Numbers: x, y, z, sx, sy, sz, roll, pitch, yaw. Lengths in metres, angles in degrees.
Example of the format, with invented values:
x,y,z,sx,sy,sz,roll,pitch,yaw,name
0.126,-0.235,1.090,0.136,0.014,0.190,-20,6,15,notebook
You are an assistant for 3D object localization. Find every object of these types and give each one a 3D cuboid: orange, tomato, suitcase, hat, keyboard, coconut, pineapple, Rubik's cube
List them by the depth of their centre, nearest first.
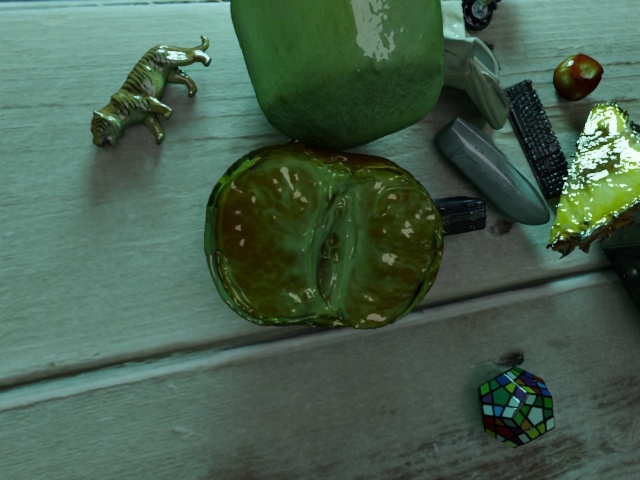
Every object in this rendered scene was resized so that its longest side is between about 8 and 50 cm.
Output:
x,y,z,sx,sy,sz,roll,pitch,yaw,name
0.024,-0.299,0.669,0.281,0.328,0.328,-16,90,-18,coconut
-0.001,0.000,0.691,0.335,0.196,0.262,-1,90,-15,orange
0.331,0.283,0.794,0.133,0.133,0.112,-26,65,-14,Rubik's cube
0.217,-0.041,0.805,0.126,0.086,0.059,-9,103,-14,suitcase
0.236,-0.298,0.824,0.164,0.219,0.226,-9,126,21,hat
0.550,-0.106,0.842,0.161,0.158,0.334,33,69,-31,pineapple
0.419,-0.196,0.896,0.072,0.023,0.231,-25,92,-12,keyboard
0.497,-0.317,0.897,0.087,0.075,0.087,1,85,-9,tomato

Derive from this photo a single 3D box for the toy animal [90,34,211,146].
x,y,z,sx,sy,sz,roll,pitch,yaw,name
-0.258,-0.234,0.721,0.099,0.057,0.241,31,80,-9,toy animal

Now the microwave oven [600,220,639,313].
x,y,z,sx,sy,sz,roll,pitch,yaw,name
0.751,0.109,0.793,0.247,0.333,0.394,-33,93,-17,microwave oven

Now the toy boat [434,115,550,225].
x,y,z,sx,sy,sz,roll,pitch,yaw,name
0.320,-0.120,0.842,0.260,0.078,0.085,42,54,-5,toy boat

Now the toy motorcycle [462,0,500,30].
x,y,z,sx,sy,sz,roll,pitch,yaw,name
0.288,-0.518,0.862,0.152,0.073,0.225,-33,102,-5,toy motorcycle
